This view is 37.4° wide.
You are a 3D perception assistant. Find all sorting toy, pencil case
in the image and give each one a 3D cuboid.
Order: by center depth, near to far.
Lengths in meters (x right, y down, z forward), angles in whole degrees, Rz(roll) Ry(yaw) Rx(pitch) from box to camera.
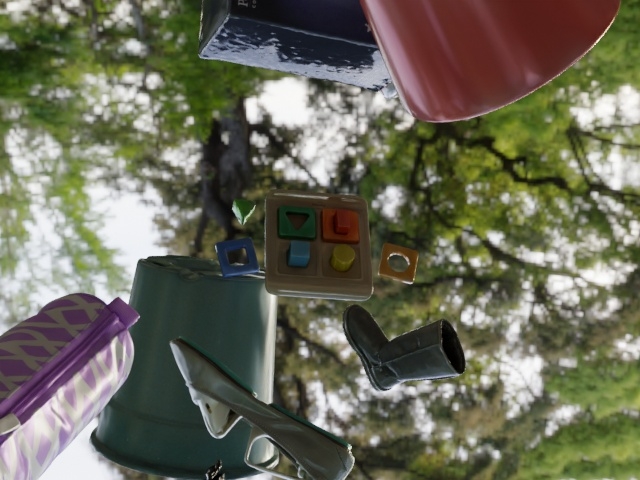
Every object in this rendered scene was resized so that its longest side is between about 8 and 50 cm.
[{"bbox_3d":[-0.186,0.100,0.577,0.086,0.088,0.206,40,-160,-4],"label":"pencil case"},{"bbox_3d":[0.000,0.000,1.586,0.347,0.047,0.196,4,-120,-10],"label":"sorting toy"}]

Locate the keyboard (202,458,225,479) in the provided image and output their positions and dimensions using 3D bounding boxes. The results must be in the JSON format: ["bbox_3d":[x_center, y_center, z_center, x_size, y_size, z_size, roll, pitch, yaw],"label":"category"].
[{"bbox_3d":[-0.143,0.320,0.940,0.033,0.202,0.317,30,170,-4],"label":"keyboard"}]

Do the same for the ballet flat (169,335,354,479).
[{"bbox_3d":[-0.068,0.172,0.900,0.213,0.068,0.072,33,166,5],"label":"ballet flat"}]

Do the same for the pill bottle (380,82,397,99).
[{"bbox_3d":[0.103,-0.403,1.644,0.161,0.283,0.161,-34,179,0],"label":"pill bottle"}]

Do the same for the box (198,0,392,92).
[{"bbox_3d":[-0.006,-0.400,1.362,0.294,0.296,0.182,7,169,-19],"label":"box"}]

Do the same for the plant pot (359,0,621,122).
[{"bbox_3d":[0.153,-0.307,1.037,0.275,0.243,0.275,-28,-152,16],"label":"plant pot"}]

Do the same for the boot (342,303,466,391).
[{"bbox_3d":[0.147,0.178,1.702,0.076,0.190,0.208,-28,179,-37],"label":"boot"}]

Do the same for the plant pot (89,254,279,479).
[{"bbox_3d":[-0.222,0.208,1.690,0.341,0.334,0.341,7,-175,-1],"label":"plant pot"}]
